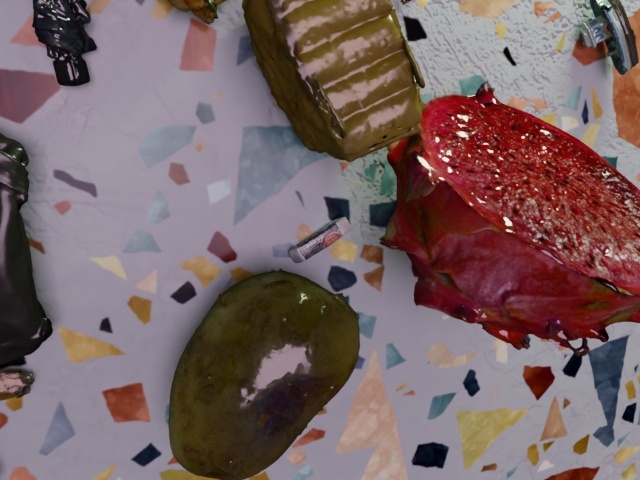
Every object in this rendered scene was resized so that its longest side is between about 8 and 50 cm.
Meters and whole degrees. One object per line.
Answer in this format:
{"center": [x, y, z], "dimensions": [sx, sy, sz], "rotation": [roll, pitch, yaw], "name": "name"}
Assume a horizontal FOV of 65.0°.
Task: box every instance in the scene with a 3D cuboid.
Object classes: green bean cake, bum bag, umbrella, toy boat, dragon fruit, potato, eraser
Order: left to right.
{"center": [-0.394, 0.012, 0.589], "dimensions": [0.142, 0.079, 0.326], "rotation": [2, 105, -11], "name": "bum bag"}
{"center": [-0.304, -0.285, 0.553], "dimensions": [0.080, 0.071, 0.224], "rotation": [-2, 110, 11], "name": "umbrella"}
{"center": [-0.082, 0.180, 0.675], "dimensions": [0.210, 0.173, 0.307], "rotation": [37, 87, -25], "name": "potato"}
{"center": [0.000, 0.000, 0.742], "dimensions": [0.099, 0.019, 0.027], "rotation": [-33, 110, -9], "name": "eraser"}
{"center": [0.004, -0.211, 0.586], "dimensions": [0.131, 0.224, 0.229], "rotation": [-28, 108, -6], "name": "green bean cake"}
{"center": [0.244, -0.013, 0.672], "dimensions": [0.386, 0.371, 0.249], "rotation": [3, 135, -24], "name": "dragon fruit"}
{"center": [0.451, -0.325, 0.797], "dimensions": [0.066, 0.059, 0.140], "rotation": [-26, 113, 17], "name": "toy boat"}

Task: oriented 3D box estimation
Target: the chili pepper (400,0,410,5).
{"center": [0.137, -0.455, 0.668], "dimensions": [0.050, 0.059, 0.268], "rotation": [-9, 106, -56], "name": "chili pepper"}

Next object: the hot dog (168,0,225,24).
{"center": [-0.173, -0.375, 0.573], "dimensions": [0.104, 0.076, 0.250], "rotation": [-31, 115, -30], "name": "hot dog"}

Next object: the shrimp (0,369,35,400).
{"center": [-0.430, 0.249, 0.651], "dimensions": [0.166, 0.049, 0.161], "rotation": [-34, 109, -16], "name": "shrimp"}
